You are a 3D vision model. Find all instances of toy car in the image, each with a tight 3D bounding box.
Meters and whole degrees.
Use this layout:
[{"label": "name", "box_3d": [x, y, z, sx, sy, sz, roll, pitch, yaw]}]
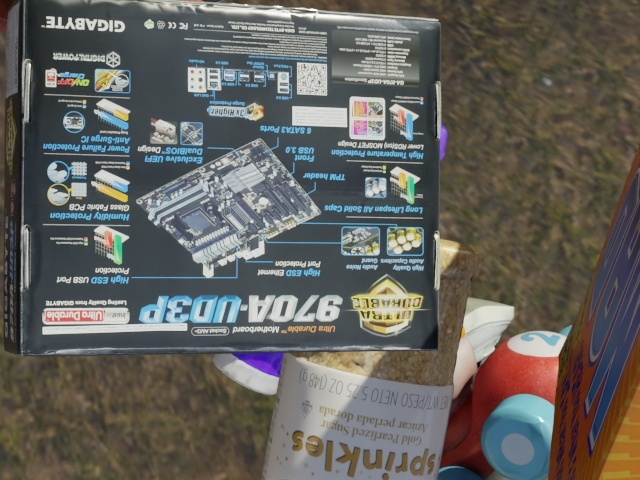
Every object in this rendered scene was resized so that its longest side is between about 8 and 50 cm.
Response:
[{"label": "toy car", "box_3d": [0.126, 0.125, 1.310, 0.238, 0.219, 0.210, 43, 121, 8]}]

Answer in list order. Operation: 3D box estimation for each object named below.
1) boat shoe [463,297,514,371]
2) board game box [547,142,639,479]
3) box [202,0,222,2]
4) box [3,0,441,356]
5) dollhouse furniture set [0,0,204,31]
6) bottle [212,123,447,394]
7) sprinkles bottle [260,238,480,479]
[{"label": "boat shoe", "box_3d": [0.150, 0.107, 1.514, 0.079, 0.227, 0.081, 10, 97, 24]}, {"label": "board game box", "box_3d": [0.344, 0.028, 0.712, 0.357, 0.356, 0.356, 20, 109, 6]}, {"label": "box", "box_3d": [-0.225, -0.427, 1.338, 0.179, 0.312, 0.343, -16, 146, 11]}, {"label": "box", "box_3d": [-0.046, -0.030, 0.705, 0.220, 0.051, 0.175, 0, 89, -20]}, {"label": "dollhouse furniture set", "box_3d": [-0.114, -0.314, 1.092, 0.152, 0.374, 0.201, 23, 135, 7]}, {"label": "bottle", "box_3d": [0.000, 0.000, 1.216, 0.118, 0.092, 0.282, 29, 99, 5]}, {"label": "sprinkles bottle", "box_3d": [0.016, 0.168, 0.926, 0.121, 0.121, 0.355, 9, 92, -18]}]
